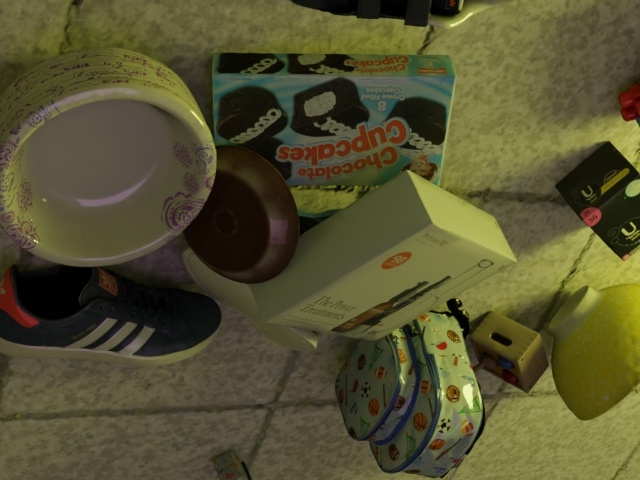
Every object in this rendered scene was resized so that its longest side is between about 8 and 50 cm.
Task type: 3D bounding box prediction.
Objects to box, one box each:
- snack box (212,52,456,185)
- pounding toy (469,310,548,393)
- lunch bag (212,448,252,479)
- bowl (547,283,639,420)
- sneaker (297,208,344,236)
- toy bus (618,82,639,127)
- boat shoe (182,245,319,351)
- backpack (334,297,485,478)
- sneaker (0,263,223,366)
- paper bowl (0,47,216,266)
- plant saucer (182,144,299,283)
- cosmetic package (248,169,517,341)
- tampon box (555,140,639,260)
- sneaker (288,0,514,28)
[{"bbox_3d":[0.014,-0.163,1.465,0.321,0.060,0.187,0,132,-4],"label":"snack box"},{"bbox_3d":[0.332,0.216,1.983,0.100,0.141,0.130,-48,140,-19],"label":"pounding toy"},{"bbox_3d":[-0.158,0.442,1.995,0.053,0.071,0.083,-28,134,-4],"label":"lunch bag"},{"bbox_3d":[0.518,0.175,1.982,0.156,0.289,0.289,40,113,2],"label":"bowl"},{"bbox_3d":[0.000,0.000,1.643,0.232,0.090,0.081,7,127,-30],"label":"sneaker"},{"bbox_3d":[0.573,-0.252,1.661,0.211,0.150,0.220,-12,135,8],"label":"toy bus"},{"bbox_3d":[-0.098,0.067,1.661,0.109,0.091,0.305,-3,146,40],"label":"boat shoe"},{"bbox_3d":[0.160,0.270,1.846,0.213,0.263,0.277,4,129,-28],"label":"backpack"},{"bbox_3d":[-0.302,0.093,1.558,0.349,0.131,0.148,-1,135,-24],"label":"sneaker"},{"bbox_3d":[-0.285,-0.116,1.361,0.284,0.148,0.284,-13,134,-14],"label":"paper bowl"},{"bbox_3d":[-0.122,-0.029,1.450,0.036,0.198,0.199,-32,154,-54],"label":"plant saucer"},{"bbox_3d":[0.103,0.038,1.604,0.284,0.097,0.377,-34,158,19],"label":"cosmetic package"},{"bbox_3d":[0.502,-0.066,1.810,0.120,0.101,0.161,-42,134,15],"label":"tampon box"},{"bbox_3d":[0.108,-0.341,1.356,0.321,0.127,0.126,-11,136,-13],"label":"sneaker"}]
